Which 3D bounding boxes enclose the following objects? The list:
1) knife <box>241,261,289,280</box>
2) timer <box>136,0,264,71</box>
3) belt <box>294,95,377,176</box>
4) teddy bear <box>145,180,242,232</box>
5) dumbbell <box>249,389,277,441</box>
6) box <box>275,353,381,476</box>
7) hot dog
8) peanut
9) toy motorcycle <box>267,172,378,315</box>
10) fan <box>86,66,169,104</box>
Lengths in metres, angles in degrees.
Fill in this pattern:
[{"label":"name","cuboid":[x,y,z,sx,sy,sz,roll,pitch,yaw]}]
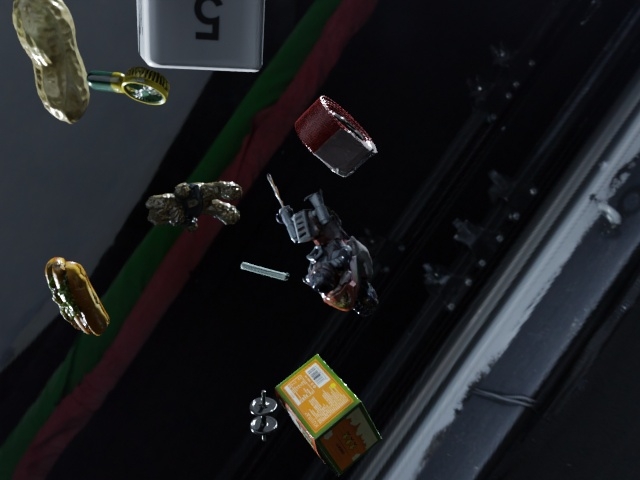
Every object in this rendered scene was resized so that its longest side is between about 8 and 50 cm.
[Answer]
[{"label":"knife","cuboid":[-0.164,0.092,1.711,0.162,0.044,0.023,13,-96,25]},{"label":"timer","cuboid":[-0.208,-0.400,0.989,0.192,0.194,0.195,-133,-135,-60]},{"label":"belt","cuboid":[0.031,-0.243,1.409,0.124,0.200,0.128,-40,-149,25]},{"label":"teddy bear","cuboid":[-0.337,-0.098,1.549,0.251,0.182,0.129,-8,-139,-13]},{"label":"dumbbell","cuboid":[-0.141,0.434,1.432,0.069,0.069,0.147,32,-54,52]},{"label":"box","cuboid":[0.015,0.419,1.392,0.148,0.178,0.195,-36,-140,-14]},{"label":"hot dog","cuboid":[-0.750,0.176,1.762,0.135,0.337,0.100,18,-131,19]},{"label":"peanut","cuboid":[-0.595,-0.409,1.293,0.120,0.299,0.136,-8,-153,0]},{"label":"toy motorcycle","cuboid":[0.000,0.000,1.340,0.134,0.207,0.401,-29,-100,31]},{"label":"fan","cuboid":[-0.355,-0.290,1.065,0.154,0.082,0.039,8,-104,6]}]
